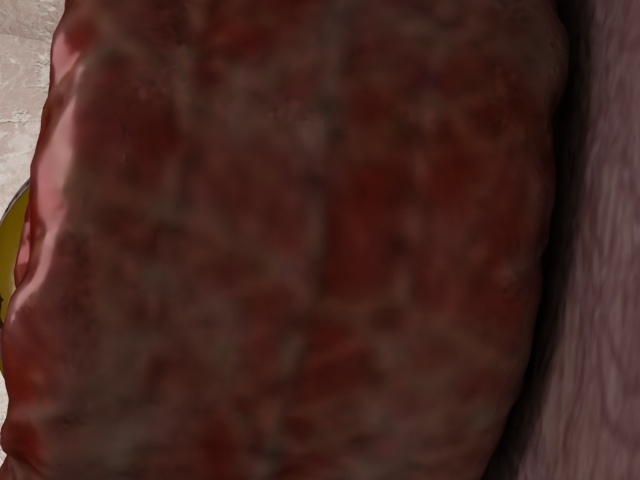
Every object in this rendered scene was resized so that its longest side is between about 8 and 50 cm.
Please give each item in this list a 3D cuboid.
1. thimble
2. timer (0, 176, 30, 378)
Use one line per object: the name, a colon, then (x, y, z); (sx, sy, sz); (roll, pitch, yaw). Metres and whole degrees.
thimble: (-0.020, -0.007, 0.468); (0.239, 0.162, 0.239); (-169, 90, -85)
timer: (-0.123, 0.068, 1.001); (0.285, 0.285, 0.285); (-170, 90, -85)
